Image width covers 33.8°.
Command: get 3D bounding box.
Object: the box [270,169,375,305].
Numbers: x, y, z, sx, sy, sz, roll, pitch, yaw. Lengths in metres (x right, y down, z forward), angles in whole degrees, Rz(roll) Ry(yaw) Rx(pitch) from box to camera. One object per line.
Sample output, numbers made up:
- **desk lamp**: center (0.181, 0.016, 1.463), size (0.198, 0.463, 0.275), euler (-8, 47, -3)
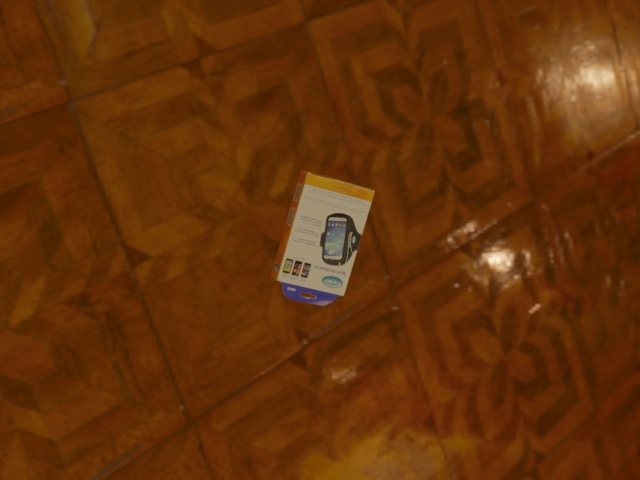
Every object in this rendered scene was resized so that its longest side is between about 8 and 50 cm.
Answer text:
- **box**: center (0.000, 0.000, 1.130), size (0.081, 0.028, 0.136), euler (15, 98, -21)
